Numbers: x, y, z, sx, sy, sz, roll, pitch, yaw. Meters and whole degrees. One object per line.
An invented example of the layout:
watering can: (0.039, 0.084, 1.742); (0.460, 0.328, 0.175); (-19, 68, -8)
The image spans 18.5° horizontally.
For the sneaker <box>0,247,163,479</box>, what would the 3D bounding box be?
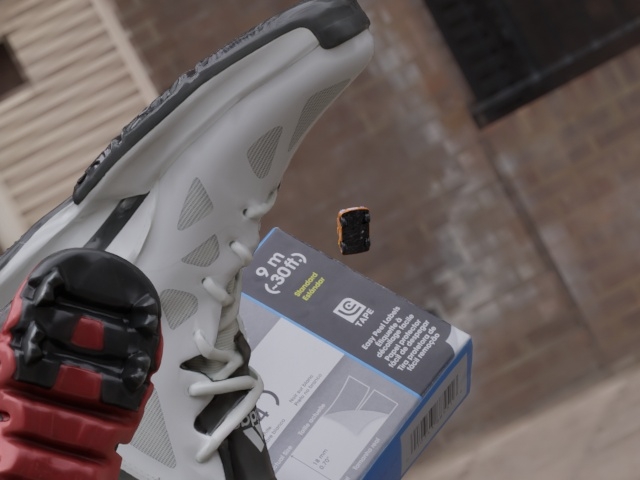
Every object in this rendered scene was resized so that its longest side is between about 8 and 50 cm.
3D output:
sneaker: (-0.167, 0.143, 1.091); (0.135, 0.098, 0.276); (-22, 50, 66)

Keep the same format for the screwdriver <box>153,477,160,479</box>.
screwdriver: (-0.167, 0.228, 1.363); (0.170, 0.024, 0.025); (-46, 25, 11)

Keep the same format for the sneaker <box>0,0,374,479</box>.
sneaker: (-0.072, 0.040, 1.422); (0.447, 0.257, 0.169); (-43, -1, 20)

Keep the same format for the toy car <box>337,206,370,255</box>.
toy car: (0.000, 0.000, 2.170); (0.122, 0.060, 0.040); (-25, 33, -4)

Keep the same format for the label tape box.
label tape box: (-0.063, 0.120, 1.820); (0.240, 0.334, 0.106); (-50, -24, -27)
